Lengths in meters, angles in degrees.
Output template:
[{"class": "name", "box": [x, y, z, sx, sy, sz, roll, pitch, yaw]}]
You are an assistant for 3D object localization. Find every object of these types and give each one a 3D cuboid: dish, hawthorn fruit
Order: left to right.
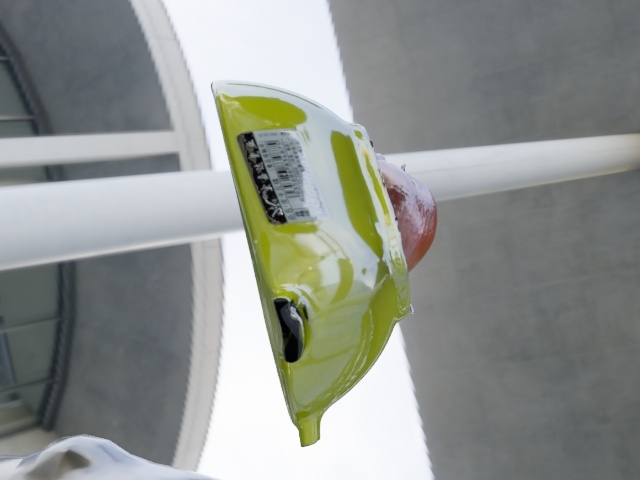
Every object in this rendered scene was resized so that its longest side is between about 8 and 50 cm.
[{"class": "dish", "box": [0.000, 0.000, 0.815, 0.221, 0.108, 0.263, 81, -6, -51]}, {"class": "hawthorn fruit", "box": [0.035, -0.006, 1.418, 0.196, 0.196, 0.226, 30, -89, 29]}]

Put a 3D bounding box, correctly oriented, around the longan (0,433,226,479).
[{"class": "longan", "box": [-0.136, 0.267, 0.600, 0.360, 0.361, 0.361, 5, -81, 35]}]
